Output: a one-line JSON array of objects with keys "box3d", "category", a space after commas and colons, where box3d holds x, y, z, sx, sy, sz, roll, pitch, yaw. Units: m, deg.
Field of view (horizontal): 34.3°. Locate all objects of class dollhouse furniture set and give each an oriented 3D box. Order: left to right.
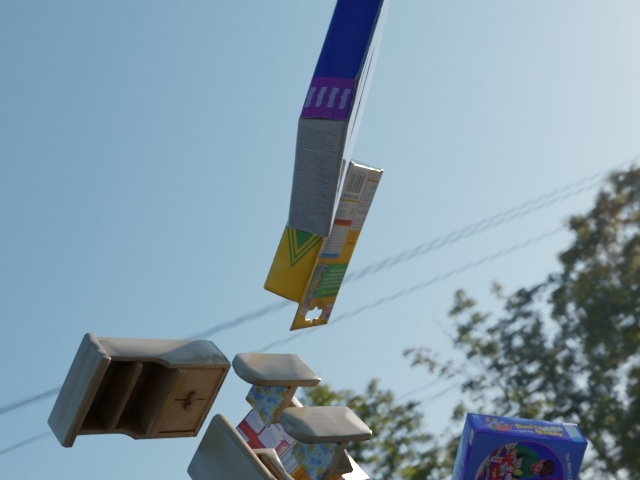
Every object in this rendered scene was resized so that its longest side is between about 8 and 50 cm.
[{"box3d": [-0.192, 0.321, 1.553, 0.256, 0.394, 0.362, 7, -63, -44], "category": "dollhouse furniture set"}]

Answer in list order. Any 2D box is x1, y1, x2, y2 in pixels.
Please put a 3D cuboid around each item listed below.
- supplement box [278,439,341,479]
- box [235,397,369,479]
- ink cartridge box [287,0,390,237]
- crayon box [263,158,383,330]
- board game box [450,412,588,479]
[{"box3d": [-0.061, 0.435, 1.810, 0.078, 0.080, 0.233, 38, -74, -26], "category": "supplement box"}, {"box3d": [-0.043, 0.439, 2.100, 0.128, 0.257, 0.123, -51, -23, 10], "category": "box"}, {"box3d": [0.033, -0.223, 1.301, 0.071, 0.324, 0.330, 14, -32, 3], "category": "ink cartridge box"}, {"box3d": [0.000, 0.000, 1.935, 0.203, 0.083, 0.322, 2, -72, -70], "category": "crayon box"}, {"box3d": [0.381, 0.531, 2.108, 0.233, 0.078, 0.347, 8, -71, -8], "category": "board game box"}]
